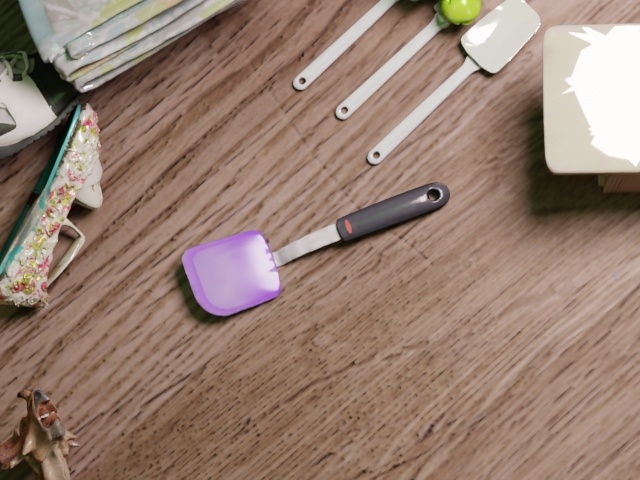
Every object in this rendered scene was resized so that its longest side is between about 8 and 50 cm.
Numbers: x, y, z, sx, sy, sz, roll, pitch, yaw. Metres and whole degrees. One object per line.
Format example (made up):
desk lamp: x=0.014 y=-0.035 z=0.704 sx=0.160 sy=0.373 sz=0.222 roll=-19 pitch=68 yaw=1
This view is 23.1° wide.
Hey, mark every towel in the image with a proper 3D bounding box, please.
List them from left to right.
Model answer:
towel: x=-0.198 y=-0.380 z=1.656 sx=0.320 sy=0.090 sz=0.375 roll=-27 pitch=70 yaw=13

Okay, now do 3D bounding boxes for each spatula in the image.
spatula: x=0.000 y=0.000 z=1.683 sx=0.296 sy=0.030 sz=0.084 roll=-21 pitch=80 yaw=6
spatula: x=0.101 y=-0.207 z=1.701 sx=0.242 sy=0.019 sz=0.168 roll=-43 pitch=78 yaw=2

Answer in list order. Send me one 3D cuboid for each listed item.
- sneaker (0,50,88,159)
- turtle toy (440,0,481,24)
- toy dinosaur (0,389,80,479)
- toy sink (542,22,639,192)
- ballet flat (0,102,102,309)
sneaker: x=-0.389 y=-0.157 z=1.704 sx=0.330 sy=0.122 sz=0.146 roll=-30 pitch=115 yaw=3
turtle toy: x=0.126 y=-0.288 z=1.668 sx=0.095 sy=0.066 sz=0.130 roll=-30 pitch=74 yaw=-21
toy dinosaur: x=-0.328 y=0.304 z=1.660 sx=0.295 sy=0.127 sz=0.200 roll=-41 pitch=70 yaw=15
toy sink: x=0.341 y=-0.131 z=1.590 sx=0.234 sy=0.131 sz=0.153 roll=-2 pitch=82 yaw=5
ballet flat: x=-0.288 y=-0.032 z=1.725 sx=0.077 sy=0.091 sz=0.241 roll=26 pitch=92 yaw=-18
